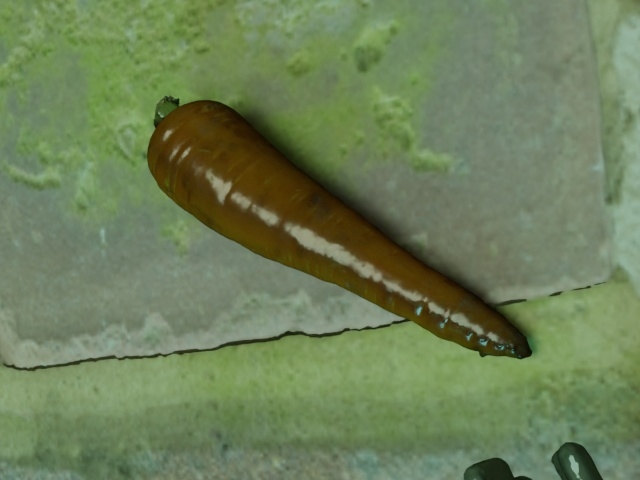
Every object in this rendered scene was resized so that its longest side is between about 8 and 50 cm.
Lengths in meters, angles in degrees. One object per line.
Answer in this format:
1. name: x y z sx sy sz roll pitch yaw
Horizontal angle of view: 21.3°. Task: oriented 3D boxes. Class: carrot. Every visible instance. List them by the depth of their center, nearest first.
1. carrot: 0.000 0.000 0.882 0.257 0.061 0.061 36 114 25

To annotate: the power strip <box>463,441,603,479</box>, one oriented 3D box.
1. power strip: 0.146 0.129 0.643 0.229 0.261 0.141 -36 73 34
